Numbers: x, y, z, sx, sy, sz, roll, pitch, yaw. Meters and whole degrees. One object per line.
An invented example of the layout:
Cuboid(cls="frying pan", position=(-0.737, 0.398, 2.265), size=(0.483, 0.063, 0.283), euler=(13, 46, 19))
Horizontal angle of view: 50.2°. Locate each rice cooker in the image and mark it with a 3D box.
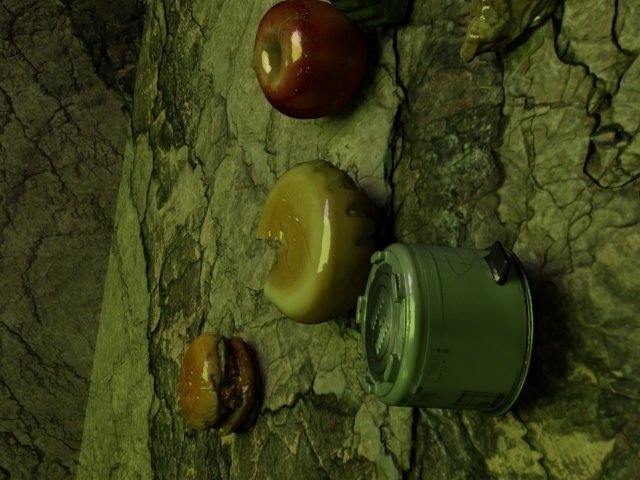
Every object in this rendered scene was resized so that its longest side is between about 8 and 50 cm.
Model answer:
Cuboid(cls="rice cooker", position=(0.181, 0.119, 0.954), size=(0.241, 0.226, 0.281), euler=(-100, 18, -53))

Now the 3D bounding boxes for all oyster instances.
Cuboid(cls="oyster", position=(0.310, -0.427, 1.023), size=(0.341, 0.110, 0.166), euler=(-44, 50, 25))

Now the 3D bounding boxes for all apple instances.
Cuboid(cls="apple", position=(-0.021, -0.384, 1.461), size=(0.272, 0.206, 0.252), euler=(-18, 77, 57))

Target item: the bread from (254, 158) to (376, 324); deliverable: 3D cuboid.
Cuboid(cls="bread", position=(0.000, 0.000, 1.342), size=(0.333, 0.160, 0.333), euler=(-20, 66, 53))

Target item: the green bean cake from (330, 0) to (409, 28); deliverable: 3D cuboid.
Cuboid(cls="green bean cake", position=(0.071, -0.552, 1.316), size=(0.125, 0.248, 0.222), euler=(12, 89, 57))

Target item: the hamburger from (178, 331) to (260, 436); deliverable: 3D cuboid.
Cuboid(cls="hamburger", position=(-0.251, 0.341, 1.635), size=(0.244, 0.163, 0.245), euler=(-20, 66, 54))
